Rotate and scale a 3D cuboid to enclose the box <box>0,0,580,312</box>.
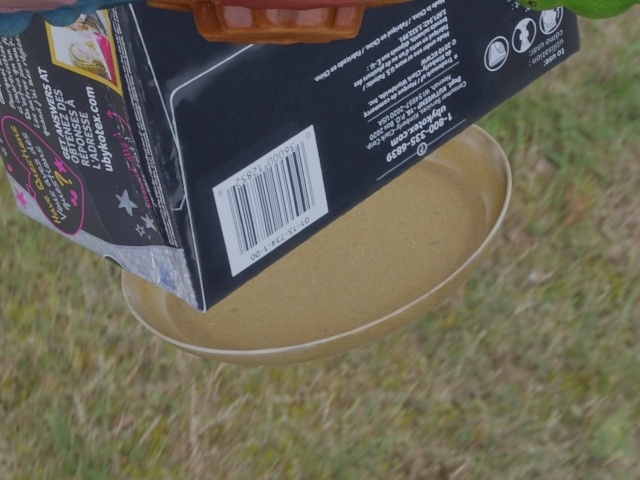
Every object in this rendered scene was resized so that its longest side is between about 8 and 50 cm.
[{"bbox_3d":[-0.021,-0.111,0.843,0.247,0.163,0.142,-35,42,-29],"label":"box"}]

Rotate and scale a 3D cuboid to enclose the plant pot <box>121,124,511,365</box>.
[{"bbox_3d":[0.000,0.000,1.115,0.236,0.032,0.236,-14,32,9],"label":"plant pot"}]

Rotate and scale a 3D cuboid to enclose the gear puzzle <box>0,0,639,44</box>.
[{"bbox_3d":[0.037,-0.072,0.533,0.339,0.175,0.044,-1,90,-4],"label":"gear puzzle"}]
